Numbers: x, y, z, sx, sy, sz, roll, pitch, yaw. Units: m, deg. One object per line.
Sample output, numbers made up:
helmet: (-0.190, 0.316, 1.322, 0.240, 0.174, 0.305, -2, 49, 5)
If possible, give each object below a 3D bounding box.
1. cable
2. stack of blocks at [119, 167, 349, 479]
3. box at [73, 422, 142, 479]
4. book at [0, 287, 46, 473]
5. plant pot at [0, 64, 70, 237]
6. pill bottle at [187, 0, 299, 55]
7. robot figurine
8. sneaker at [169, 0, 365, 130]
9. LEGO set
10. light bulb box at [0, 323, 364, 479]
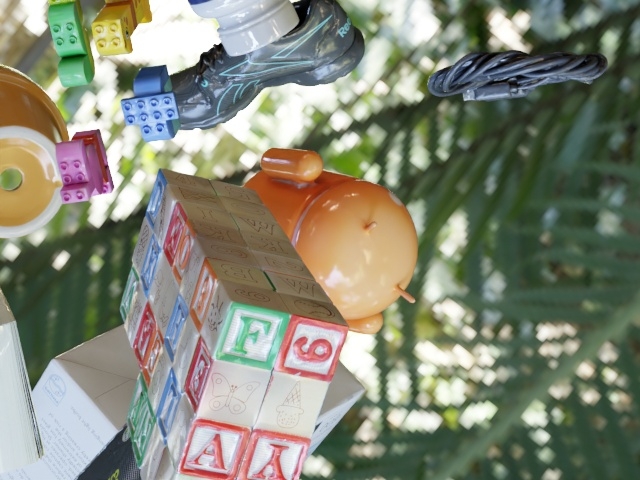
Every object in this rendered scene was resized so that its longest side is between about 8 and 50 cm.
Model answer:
cable: (0.207, -0.181, 1.763, 0.184, 0.047, 0.150, -4, 176, 19)
stack of blocks: (-0.081, 0.076, 1.260, 0.087, 0.171, 0.297, 13, -164, -19)
box: (-0.163, 0.233, 1.432, 0.045, 0.184, 0.191, 33, -150, -23)
book: (-0.211, 0.067, 1.071, 0.144, 0.035, 0.096, 92, 156, -48)
plant pot: (-0.372, -0.086, 1.920, 0.205, 0.205, 0.188, 38, 179, -28)
pill bottle: (-0.098, -0.290, 1.726, 0.187, 0.112, 0.112, 63, 171, -18)
robot figurine: (0.001, 0.001, 1.505, 0.128, 0.158, 0.219, 8, -175, -36)
sneaker: (-0.087, -0.214, 1.931, 0.106, 0.267, 0.101, 57, -163, -46)
LEGO set: (-0.150, -0.125, 1.129, 0.093, 0.087, 0.227, -77, -22, -65)
light bulb box: (-0.200, 0.263, 2.031, 0.225, 0.361, 0.358, 48, -140, 14)
